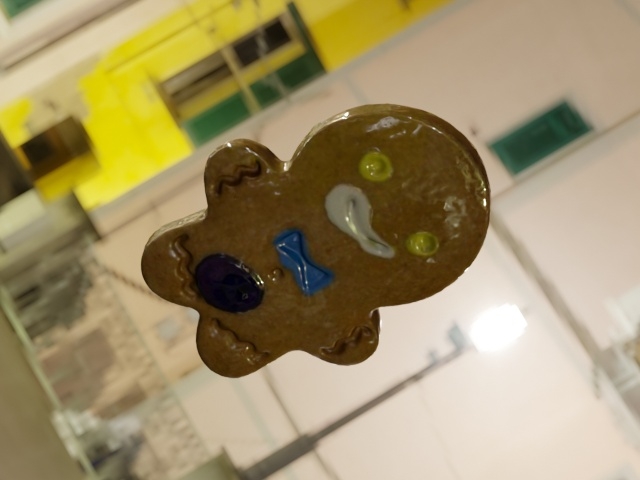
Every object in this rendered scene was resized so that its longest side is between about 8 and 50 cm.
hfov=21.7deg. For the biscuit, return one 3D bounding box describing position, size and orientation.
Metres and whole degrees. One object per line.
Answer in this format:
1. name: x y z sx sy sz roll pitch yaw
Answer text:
1. biscuit: 0.000 0.000 1.091 0.180 0.236 0.039 54 17 -20
